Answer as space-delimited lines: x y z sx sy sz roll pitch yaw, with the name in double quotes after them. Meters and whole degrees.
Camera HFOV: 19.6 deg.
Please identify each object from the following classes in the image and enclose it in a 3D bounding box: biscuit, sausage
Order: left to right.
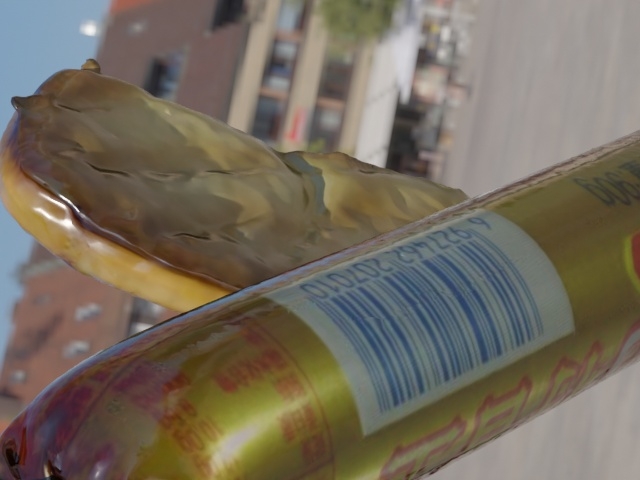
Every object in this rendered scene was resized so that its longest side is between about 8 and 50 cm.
0.002 0.003 0.818 0.154 0.299 0.045 -96 28 -57 "biscuit"
0.043 0.024 0.553 0.371 0.082 0.082 -22 -49 -45 "sausage"
